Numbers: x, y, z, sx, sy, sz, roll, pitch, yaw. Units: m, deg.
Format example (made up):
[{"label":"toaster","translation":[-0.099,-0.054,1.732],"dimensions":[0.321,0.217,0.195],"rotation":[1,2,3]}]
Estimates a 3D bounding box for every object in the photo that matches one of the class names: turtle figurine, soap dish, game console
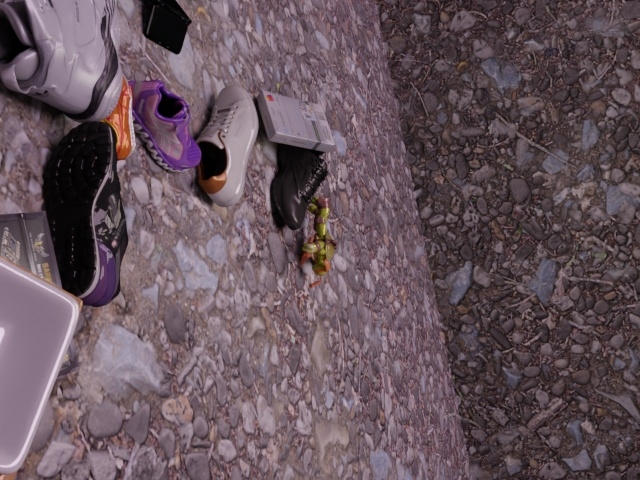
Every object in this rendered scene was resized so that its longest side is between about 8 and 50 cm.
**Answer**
[{"label":"turtle figurine","translation":[0.000,0.000,1.861],"dimensions":[0.269,0.087,0.218],"rotation":[60,28,-71]},{"label":"soap dish","translation":[-0.412,0.105,0.722],"dimensions":[0.291,0.118,0.229],"rotation":[40,52,-41]},{"label":"game console","translation":[-0.326,-0.456,1.442],"dimensions":[0.107,0.071,0.122],"rotation":[53,15,18]}]

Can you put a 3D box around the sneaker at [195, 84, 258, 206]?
[{"label":"sneaker","translation":[-0.205,-0.226,1.501],"dimensions":[0.123,0.105,0.290],"rotation":[46,40,-58]}]

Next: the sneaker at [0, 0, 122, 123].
[{"label":"sneaker","translation":[-0.402,-0.366,1.037],"dimensions":[0.210,0.137,0.366],"rotation":[1,82,-71]}]

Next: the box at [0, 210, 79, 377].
[{"label":"box","translation":[-0.413,0.082,0.907],"dimensions":[0.183,0.056,0.231],"rotation":[-18,96,-68]}]

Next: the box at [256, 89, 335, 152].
[{"label":"box","translation":[-0.063,-0.305,1.817],"dimensions":[0.186,0.038,0.145],"rotation":[6,53,-37]}]

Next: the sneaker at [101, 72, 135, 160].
[{"label":"sneaker","translation":[-0.356,-0.223,1.192],"dimensions":[0.067,0.064,0.175],"rotation":[-4,81,-58]}]

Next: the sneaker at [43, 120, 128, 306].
[{"label":"sneaker","translation":[-0.351,-0.038,1.090],"dimensions":[0.124,0.107,0.284],"rotation":[49,41,-70]}]

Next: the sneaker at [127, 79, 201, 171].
[{"label":"sneaker","translation":[-0.280,-0.215,1.316],"dimensions":[0.236,0.104,0.095],"rotation":[52,33,-51]}]

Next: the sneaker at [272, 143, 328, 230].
[{"label":"sneaker","translation":[-0.046,-0.159,1.833],"dimensions":[0.109,0.130,0.286],"rotation":[51,36,-53]}]
